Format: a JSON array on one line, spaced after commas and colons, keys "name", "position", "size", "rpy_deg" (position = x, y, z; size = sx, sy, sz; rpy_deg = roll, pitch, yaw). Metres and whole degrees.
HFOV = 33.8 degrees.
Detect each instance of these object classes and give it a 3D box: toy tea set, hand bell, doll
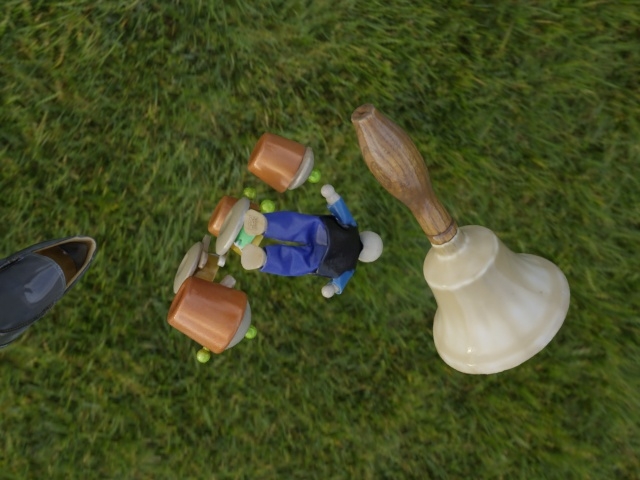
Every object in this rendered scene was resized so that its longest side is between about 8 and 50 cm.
[{"name": "toy tea set", "position": [-0.097, 0.013, 1.482], "size": [0.124, 0.200, 0.336], "rpy_deg": [27, 122, -15]}, {"name": "hand bell", "position": [0.091, -0.013, 0.828], "size": [0.126, 0.126, 0.242], "rpy_deg": [-36, 125, 5]}, {"name": "doll", "position": [0.000, 0.000, 1.200], "size": [0.189, 0.046, 0.129], "rpy_deg": [6, 86, -39]}]

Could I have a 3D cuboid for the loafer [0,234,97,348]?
[{"name": "loafer", "position": [-0.230, 0.032, 0.825], "size": [0.061, 0.170, 0.062], "rpy_deg": [-32, 103, 17]}]
